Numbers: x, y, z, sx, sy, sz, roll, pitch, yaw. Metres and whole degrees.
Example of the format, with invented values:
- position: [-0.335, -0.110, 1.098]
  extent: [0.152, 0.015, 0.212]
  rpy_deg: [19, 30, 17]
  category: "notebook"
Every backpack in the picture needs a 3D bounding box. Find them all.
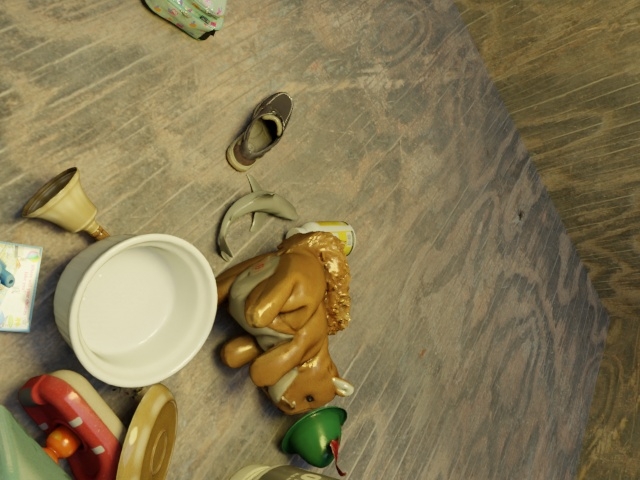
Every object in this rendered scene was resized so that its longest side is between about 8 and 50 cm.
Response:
- position: [-0.311, -0.589, 1.140]
  extent: [0.188, 0.144, 0.165]
  rpy_deg: [15, 76, -36]
  category: "backpack"

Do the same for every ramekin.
- position: [-0.345, 0.117, 0.907]
  extent: [0.277, 0.135, 0.277]
  rpy_deg: [-11, 105, -46]
  category: "ramekin"

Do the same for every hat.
- position: [0.021, 0.504, 1.112]
  extent: [0.208, 0.183, 0.173]
  rpy_deg: [26, 108, -46]
  category: "hat"

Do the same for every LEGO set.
- position: [-0.388, 0.277, 0.955]
  extent: [0.054, 0.023, 0.083]
  rpy_deg: [-35, 117, -39]
  category: "LEGO set"

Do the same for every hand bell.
- position: [-0.429, -0.010, 0.942]
  extent: [0.242, 0.126, 0.126]
  rpy_deg: [54, 50, -35]
  category: "hand bell"

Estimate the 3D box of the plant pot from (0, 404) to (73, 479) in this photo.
- position: [-0.411, 0.408, 0.583]
  extent: [0.248, 0.252, 0.247]
  rpy_deg: [-39, 121, -30]
  category: "plant pot"

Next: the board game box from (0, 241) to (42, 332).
- position: [-0.553, 0.080, 0.843]
  extent: [0.103, 0.026, 0.154]
  rpy_deg: [13, 72, -39]
  category: "board game box"

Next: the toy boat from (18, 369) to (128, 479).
- position: [-0.426, 0.338, 0.802]
  extent: [0.231, 0.151, 0.151]
  rpy_deg: [59, 37, -14]
  category: "toy boat"

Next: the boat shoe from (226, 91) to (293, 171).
- position: [-0.135, -0.293, 1.261]
  extent: [0.103, 0.092, 0.285]
  rpy_deg: [48, 53, -23]
  category: "boat shoe"

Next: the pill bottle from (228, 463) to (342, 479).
- position: [-0.040, 0.567, 0.966]
  extent: [0.204, 0.361, 0.204]
  rpy_deg: [12, 72, -40]
  category: "pill bottle"

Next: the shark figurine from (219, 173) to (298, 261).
- position: [-0.161, -0.076, 1.178]
  extent: [0.278, 0.116, 0.166]
  rpy_deg: [-37, 104, -43]
  category: "shark figurine"

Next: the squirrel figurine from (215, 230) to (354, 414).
- position: [-0.032, 0.194, 1.132]
  extent: [0.397, 0.281, 0.370]
  rpy_deg: [-43, 115, -37]
  category: "squirrel figurine"

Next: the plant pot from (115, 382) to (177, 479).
- position: [-0.305, 0.382, 0.881]
  extent: [0.032, 0.236, 0.236]
  rpy_deg: [8, 71, 1]
  category: "plant pot"

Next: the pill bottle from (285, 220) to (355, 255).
- position: [0.000, 0.000, 1.310]
  extent: [0.184, 0.103, 0.103]
  rpy_deg: [-3, 82, -42]
  category: "pill bottle"

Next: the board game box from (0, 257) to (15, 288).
- position: [-0.602, 0.075, 0.568]
  extent: [0.050, 0.390, 0.390]
  rpy_deg: [30, 57, 13]
  category: "board game box"
